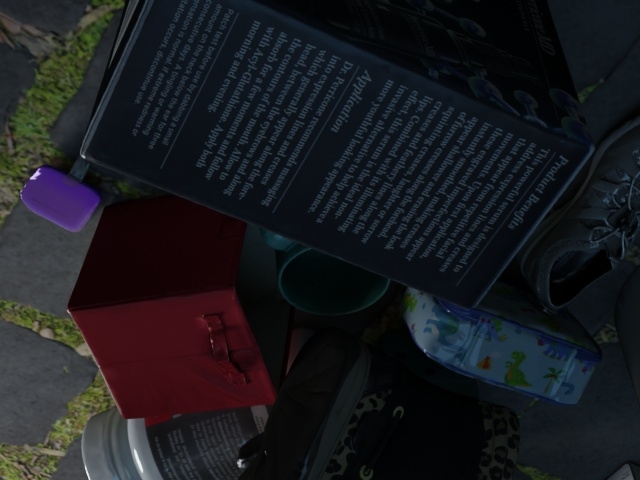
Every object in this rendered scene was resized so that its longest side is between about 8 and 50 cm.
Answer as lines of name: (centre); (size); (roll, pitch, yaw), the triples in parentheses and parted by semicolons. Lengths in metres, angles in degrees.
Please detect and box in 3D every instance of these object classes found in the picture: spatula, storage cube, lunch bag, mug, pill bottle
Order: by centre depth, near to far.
spatula: (-0.245, -0.115, 1.274); (0.084, 0.030, 0.296); (28, 123, -18)
storage cube: (-0.149, 0.070, 1.309); (0.193, 0.215, 0.183); (-8, 128, 13)
mug: (0.009, 0.001, 1.312); (0.129, 0.097, 0.157); (-11, 138, 8)
lunch bag: (0.207, 0.101, 1.357); (0.219, 0.176, 0.090); (20, 105, -13)
pill bottle: (-0.132, 0.238, 1.458); (0.319, 0.176, 0.176); (-20, 125, 15)

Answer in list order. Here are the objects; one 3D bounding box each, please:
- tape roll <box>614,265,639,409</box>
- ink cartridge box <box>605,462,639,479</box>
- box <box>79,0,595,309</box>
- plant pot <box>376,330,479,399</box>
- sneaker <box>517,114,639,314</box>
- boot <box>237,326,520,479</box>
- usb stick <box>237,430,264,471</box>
tape roll: (0.491, 0.133, 1.383); (0.246, 0.169, 0.246); (0, 128, 1)
ink cartridge box: (0.471, 0.396, 1.654); (0.150, 0.063, 0.109); (25, 124, -19)
box: (0.015, -0.160, 1.075); (0.395, 0.293, 0.212); (21, 125, -16)
plant pot: (0.131, 0.239, 1.476); (0.166, 0.165, 0.234); (-1, 121, 1)
sneaker: (0.336, -0.023, 1.294); (0.105, 0.115, 0.281); (23, 124, -17)
boot: (0.047, 0.305, 1.287); (0.284, 0.138, 0.377); (21, 92, -31)
usb stick: (0.005, 0.317, 1.381); (0.077, 0.045, 0.278); (-30, 124, 19)
